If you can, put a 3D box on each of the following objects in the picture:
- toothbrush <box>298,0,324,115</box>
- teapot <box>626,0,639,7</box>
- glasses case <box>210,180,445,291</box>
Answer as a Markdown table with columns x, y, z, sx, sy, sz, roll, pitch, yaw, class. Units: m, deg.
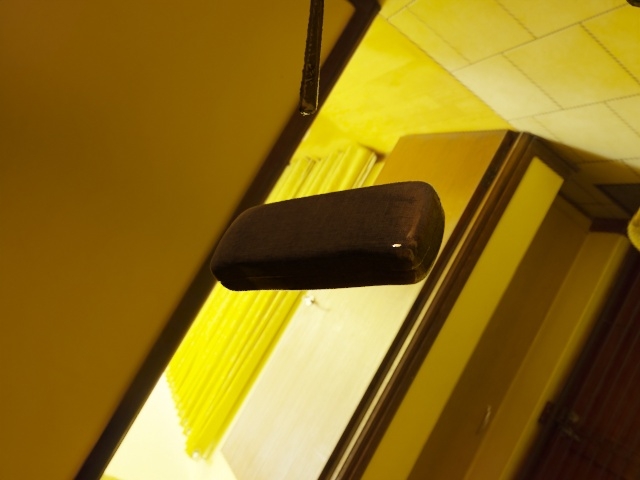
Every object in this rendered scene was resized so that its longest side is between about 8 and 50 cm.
| x | y | z | sx | sy | sz | roll | pitch | yaw | class |
| --- | --- | --- | --- | --- | --- | --- | --- | --- | --- |
| -0.004 | -0.320 | 0.706 | 0.030 | 0.297 | 0.031 | -2 | -169 | -40 | toothbrush |
| 0.608 | -0.524 | 0.881 | 0.203 | 0.225 | 0.171 | 3 | -178 | -33 | teapot |
| 0.000 | 0.000 | 0.687 | 0.323 | 0.131 | 0.074 | -6 | 131 | 35 | glasses case |
